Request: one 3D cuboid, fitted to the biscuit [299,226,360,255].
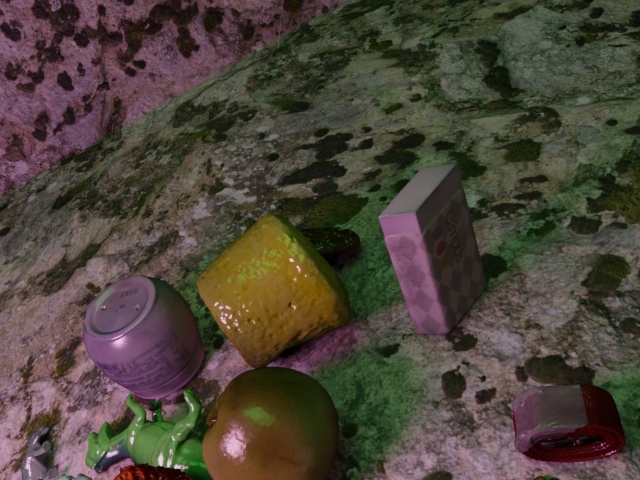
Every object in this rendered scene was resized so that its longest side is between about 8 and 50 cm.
[{"bbox_3d":[0.000,0.000,2.017,0.226,0.042,0.226,-4,14,1],"label":"biscuit"}]

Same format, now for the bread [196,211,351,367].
[{"bbox_3d":[-0.115,0.134,1.772,0.308,0.348,0.348,-39,40,-1],"label":"bread"}]

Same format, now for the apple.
[{"bbox_3d":[-0.097,0.394,1.484,0.258,0.233,0.295,25,36,-12],"label":"apple"}]

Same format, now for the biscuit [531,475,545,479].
[{"bbox_3d":[0.417,0.538,1.274,0.139,0.016,0.231,-30,38,-6],"label":"biscuit"}]

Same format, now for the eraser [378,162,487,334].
[{"bbox_3d":[0.267,0.030,1.631,0.082,0.396,0.213,20,55,40],"label":"eraser"}]

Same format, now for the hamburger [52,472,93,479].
[{"bbox_3d":[-0.514,0.634,1.472,0.261,0.150,0.275,-19,65,-17],"label":"hamburger"}]

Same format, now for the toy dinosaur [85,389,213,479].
[{"bbox_3d":[-0.350,0.544,1.588,0.375,0.144,0.499,-35,50,7],"label":"toy dinosaur"}]

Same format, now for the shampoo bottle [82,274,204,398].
[{"bbox_3d":[-0.454,0.249,1.841,0.273,0.266,0.272,-14,42,13],"label":"shampoo bottle"}]

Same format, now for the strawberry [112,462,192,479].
[{"bbox_3d":[-0.333,0.528,1.422,0.187,0.201,0.184,-45,19,-31],"label":"strawberry"}]

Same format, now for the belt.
[{"bbox_3d":[0.472,0.346,1.377,0.201,0.128,0.124,-8,40,14],"label":"belt"}]

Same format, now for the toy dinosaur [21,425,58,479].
[{"bbox_3d":[-0.685,0.571,1.724,0.129,0.076,0.383,-51,28,18],"label":"toy dinosaur"}]
